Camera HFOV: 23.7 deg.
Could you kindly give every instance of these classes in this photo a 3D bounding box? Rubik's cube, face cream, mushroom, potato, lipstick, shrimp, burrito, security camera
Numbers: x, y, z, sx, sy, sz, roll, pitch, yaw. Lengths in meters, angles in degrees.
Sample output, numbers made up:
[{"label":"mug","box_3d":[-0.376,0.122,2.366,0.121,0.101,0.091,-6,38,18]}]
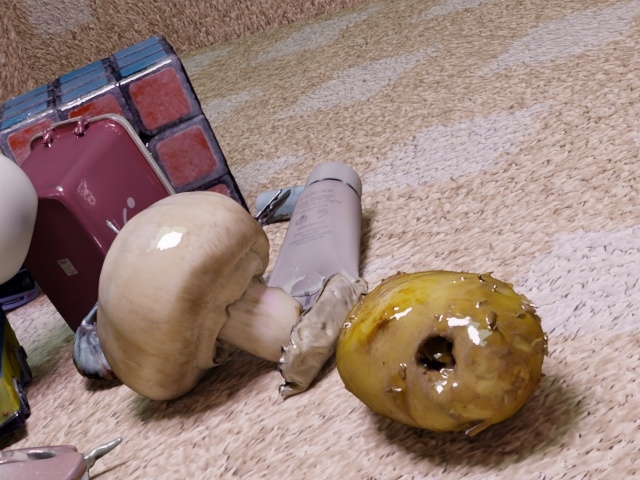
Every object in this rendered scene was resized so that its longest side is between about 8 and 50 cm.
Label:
[{"label":"Rubik's cube","box_3d":[-0.313,-0.118,2.396,0.305,0.304,0.301,-23,17,-6]},{"label":"face cream","box_3d":[0.000,0.000,2.007,0.143,0.089,0.314,-17,26,18]},{"label":"mushroom","box_3d":[-0.133,0.076,1.772,0.234,0.254,0.260,27,10,12]},{"label":"potato","box_3d":[0.106,0.101,1.446,0.173,0.140,0.300,-23,12,-15]},{"label":"lipstick","box_3d":[-0.027,-0.059,2.269,0.158,0.048,0.048,-8,22,42]},{"label":"shrimp","box_3d":[-0.191,0.031,1.989,0.137,0.172,0.372,7,48,46]},{"label":"burrito","box_3d":[0.004,0.095,1.738,0.058,0.063,0.229,-42,5,36]},{"label":"security camera","box_3d":[-0.473,-0.030,1.946,0.236,0.195,0.194,-2,25,29]}]

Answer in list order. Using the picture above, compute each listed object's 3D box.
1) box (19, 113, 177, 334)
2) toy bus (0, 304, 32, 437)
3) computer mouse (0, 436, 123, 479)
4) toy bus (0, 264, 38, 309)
[{"label":"box","box_3d":[-0.307,-0.010,2.109,0.193,0.294,0.167,-10,32,38]},{"label":"toy bus","box_3d":[-0.467,0.157,1.976,0.138,0.175,0.288,-23,16,-5]},{"label":"computer mouse","box_3d":[-0.385,0.284,1.594,0.389,0.115,0.199,-29,21,-16]},{"label":"toy bus","box_3d":[-0.543,0.042,2.494,0.125,0.133,0.292,-18,10,-29]}]
